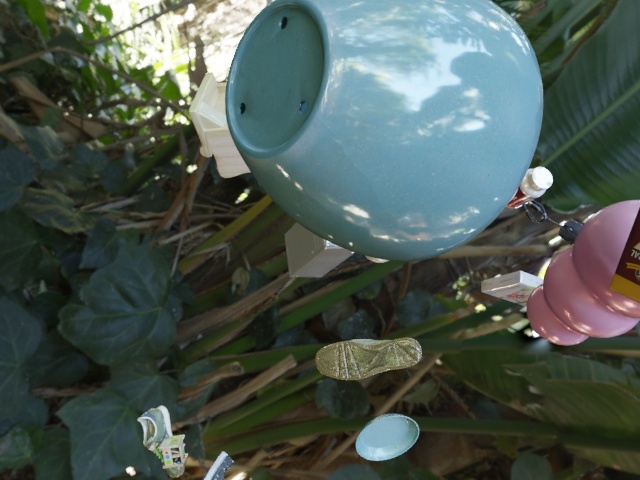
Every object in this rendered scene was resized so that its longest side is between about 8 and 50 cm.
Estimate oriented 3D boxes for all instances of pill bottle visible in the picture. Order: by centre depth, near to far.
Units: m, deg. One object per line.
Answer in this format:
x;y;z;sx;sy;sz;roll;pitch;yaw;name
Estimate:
0.590;-0.154;1.420;0.086;0.086;0.152;61;-20;7;pill bottle

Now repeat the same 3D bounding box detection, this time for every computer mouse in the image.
0.686;-0.049;1.414;0.242;0.071;0.041;39;10;34;computer mouse

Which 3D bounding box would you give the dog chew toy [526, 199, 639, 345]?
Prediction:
0.512;0.081;0.898;0.206;0.207;0.331;62;-38;27;dog chew toy

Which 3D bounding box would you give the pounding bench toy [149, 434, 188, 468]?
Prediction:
-0.389;0.543;1.257;0.052;0.083;0.065;-93;176;-82;pounding bench toy

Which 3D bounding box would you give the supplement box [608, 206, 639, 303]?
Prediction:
0.444;-0.026;0.521;0.129;0.191;0.194;36;-47;45;supplement box

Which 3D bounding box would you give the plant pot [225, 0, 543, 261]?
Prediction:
0.027;-0.128;0.472;0.195;0.290;0.290;5;47;-45;plant pot

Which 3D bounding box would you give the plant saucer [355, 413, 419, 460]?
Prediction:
0.119;0.353;0.896;0.119;0.119;0.021;61;5;-32;plant saucer

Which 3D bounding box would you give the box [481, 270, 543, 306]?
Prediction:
0.575;0.140;1.386;0.145;0.186;0.038;-30;-136;59;box

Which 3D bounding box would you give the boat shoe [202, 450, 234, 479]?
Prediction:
-0.240;0.541;1.131;0.040;0.049;0.142;32;20;5;boat shoe

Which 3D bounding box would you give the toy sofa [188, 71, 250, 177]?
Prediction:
-0.069;-0.251;1.030;0.177;0.363;0.150;76;17;-49;toy sofa

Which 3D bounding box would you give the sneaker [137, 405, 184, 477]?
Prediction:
-0.434;0.543;1.313;0.086;0.064;0.192;9;54;-60;sneaker

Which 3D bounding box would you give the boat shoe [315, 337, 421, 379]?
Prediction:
0.070;0.170;0.723;0.048;0.153;0.056;66;13;-77;boat shoe

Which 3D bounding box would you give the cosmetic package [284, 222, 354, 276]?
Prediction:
0.000;0.000;1.196;0.238;0.107;0.127;-41;-127;55;cosmetic package

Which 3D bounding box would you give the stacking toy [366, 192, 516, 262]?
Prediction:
0.244;-0.090;1.295;0.350;0.351;0.479;62;-36;28;stacking toy
